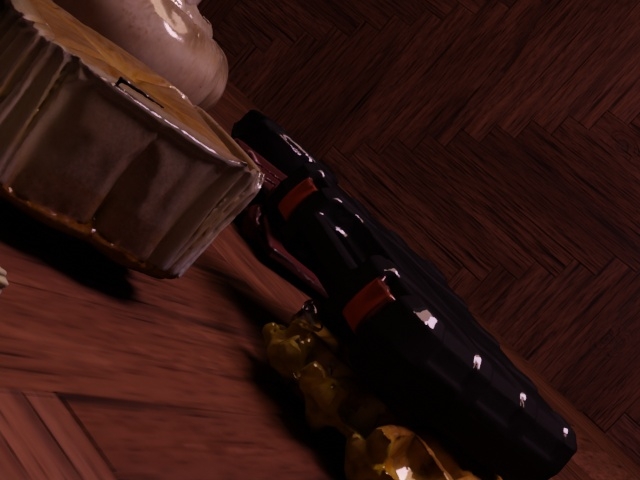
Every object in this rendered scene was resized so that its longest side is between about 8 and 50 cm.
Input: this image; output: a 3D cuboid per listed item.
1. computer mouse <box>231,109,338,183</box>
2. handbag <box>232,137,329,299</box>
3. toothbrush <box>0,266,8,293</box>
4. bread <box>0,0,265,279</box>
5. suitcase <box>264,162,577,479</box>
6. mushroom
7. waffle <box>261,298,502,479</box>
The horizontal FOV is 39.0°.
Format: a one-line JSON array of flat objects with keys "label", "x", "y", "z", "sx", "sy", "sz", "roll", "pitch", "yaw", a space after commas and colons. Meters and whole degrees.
[{"label": "computer mouse", "x": -0.071, "y": -0.128, "z": 1.498, "sx": 0.170, "sy": 0.100, "sz": 0.269, "roll": 43, "pitch": 2, "yaw": -15}, {"label": "handbag", "x": -0.001, "y": 0.001, "z": 1.145, "sx": 0.275, "sy": 0.084, "sz": 0.260, "roll": 36, "pitch": 9, "yaw": -36}, {"label": "toothbrush", "x": -0.262, "y": -0.096, "z": 0.501, "sx": 0.375, "sy": 0.028, "sz": 0.037, "roll": 46, "pitch": 2, "yaw": 32}, {"label": "bread", "x": -0.155, "y": -0.071, "z": 0.583, "sx": 0.192, "sy": 0.109, "sz": 0.210, "roll": 34, "pitch": 7, "yaw": -38}, {"label": "suitcase", "x": 0.069, "y": 0.059, "z": 0.723, "sx": 0.206, "sy": 0.066, "sz": 0.285, "roll": 39, "pitch": 9, "yaw": -30}, {"label": "mushroom", "x": -0.197, "y": -0.264, "z": 1.079, "sx": 0.260, "sy": 0.234, "sz": 0.254, "roll": 46, "pitch": 4, "yaw": 37}, {"label": "waffle", "x": 0.076, "y": 0.151, "z": 0.717, "sx": 0.307, "sy": 0.060, "sz": 0.312, "roll": 43, "pitch": 6, "yaw": -9}]
